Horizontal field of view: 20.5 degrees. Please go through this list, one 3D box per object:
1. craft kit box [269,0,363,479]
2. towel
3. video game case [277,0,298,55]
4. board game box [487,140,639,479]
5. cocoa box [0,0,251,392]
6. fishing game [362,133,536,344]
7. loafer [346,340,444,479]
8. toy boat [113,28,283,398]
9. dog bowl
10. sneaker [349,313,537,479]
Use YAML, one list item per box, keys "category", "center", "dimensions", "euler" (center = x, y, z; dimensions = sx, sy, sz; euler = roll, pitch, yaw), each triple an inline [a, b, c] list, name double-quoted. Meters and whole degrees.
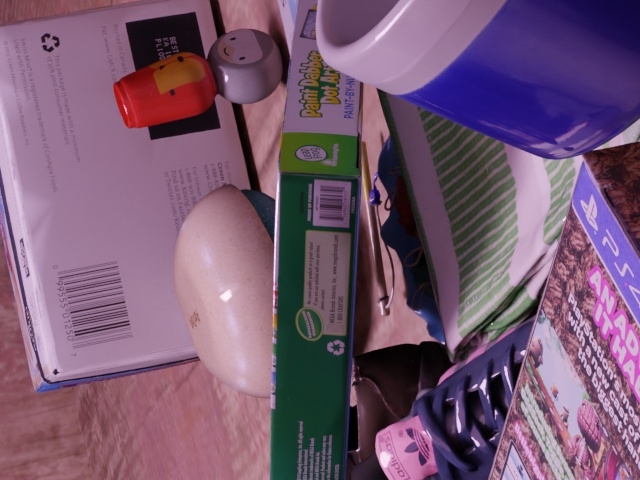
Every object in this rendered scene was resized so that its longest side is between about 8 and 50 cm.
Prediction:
- category: "craft kit box"
  center: [0.000, 0.000, 1.186]
  dimensions: [0.247, 0.061, 0.250]
  euler: [-81, -6, -58]
- category: "towel"
  center: [0.108, -0.093, 1.021]
  dimensions: [0.325, 0.038, 0.248]
  euler: [119, 142, -60]
- category: "video game case"
  center: [-0.008, -0.249, 1.373]
  dimensions: [0.212, 0.023, 0.193]
  euler: [146, 111, -72]
- category: "board game box"
  center: [0.192, 0.129, 0.760]
  dimensions: [0.291, 0.141, 0.232]
  euler: [98, 154, -48]
- category: "cocoa box"
  center: [-0.203, -0.041, 1.780]
  dimensions: [0.228, 0.231, 0.347]
  euler: [148, 111, -73]
- category: "fishing game"
  center: [0.074, -0.012, 1.231]
  dimensions: [0.264, 0.041, 0.189]
  euler: [-162, 63, -68]
- category: "loafer"
  center: [0.037, 0.158, 1.343]
  dimensions: [0.080, 0.078, 0.220]
  euler: [-84, 6, -56]
- category: "toy boat"
  center: [-0.062, -0.021, 1.537]
  dimensions: [0.267, 0.148, 0.318]
  euler: [157, 93, -78]
- category: "dog bowl"
  center: [0.103, -0.170, 0.711]
  dimensions: [0.265, 0.104, 0.265]
  euler: [-58, 16, 28]
- category: "sneaker"
  center: [0.107, 0.113, 1.044]
  dimensions: [0.319, 0.131, 0.112]
  euler: [114, 143, -62]
